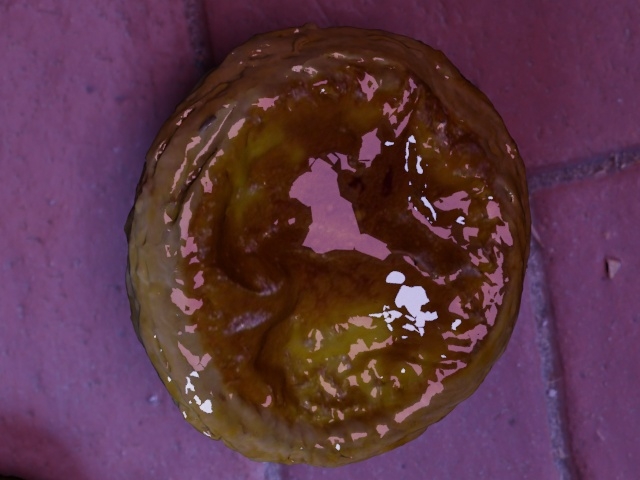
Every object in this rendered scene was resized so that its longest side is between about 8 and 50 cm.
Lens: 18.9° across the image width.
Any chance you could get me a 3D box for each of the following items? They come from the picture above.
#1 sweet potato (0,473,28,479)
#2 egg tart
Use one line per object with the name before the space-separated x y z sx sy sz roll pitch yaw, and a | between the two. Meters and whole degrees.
sweet potato | -0.314 0.288 1.871 0.310 0.098 0.124 5 104 -19
egg tart | 0.000 0.000 1.900 0.443 0.178 0.443 -3 98 -22
